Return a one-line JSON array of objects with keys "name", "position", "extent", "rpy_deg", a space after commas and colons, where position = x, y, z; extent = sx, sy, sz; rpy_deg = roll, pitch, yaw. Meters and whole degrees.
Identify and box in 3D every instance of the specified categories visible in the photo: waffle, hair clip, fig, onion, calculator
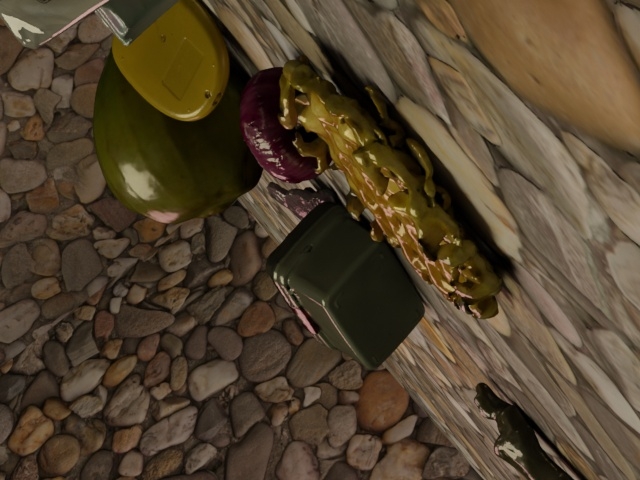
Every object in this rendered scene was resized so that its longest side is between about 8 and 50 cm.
[{"name": "waffle", "position": [0.059, -0.038, 1.085], "extent": [0.280, 0.060, 0.262], "rpy_deg": [48, 174, 4]}, {"name": "hair clip", "position": [0.003, -0.033, 1.781], "extent": [0.146, 0.056, 0.187], "rpy_deg": [46, 176, -26]}, {"name": "fig", "position": [-0.197, -0.157, 1.676], "extent": [0.271, 0.239, 0.239], "rpy_deg": [59, 175, -2]}, {"name": "onion", "position": [-0.026, -0.113, 1.194], "extent": [0.104, 0.115, 0.115], "rpy_deg": [-15, 124, 36]}, {"name": "calculator", "position": [-0.194, -0.244, 1.543], "extent": [0.235, 0.146, 0.032], "rpy_deg": [45, -152, 27]}]

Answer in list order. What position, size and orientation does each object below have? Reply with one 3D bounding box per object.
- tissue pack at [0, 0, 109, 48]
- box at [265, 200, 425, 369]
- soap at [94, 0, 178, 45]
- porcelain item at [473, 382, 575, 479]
[{"name": "tissue pack", "position": [-0.257, -0.280, 1.165], "extent": [0.229, 0.145, 0.159], "rpy_deg": [-18, 115, 48]}, {"name": "box", "position": [0.037, 0.062, 1.649], "extent": [0.129, 0.148, 0.210], "rpy_deg": [33, 165, 40]}, {"name": "soap", "position": [-0.280, -0.382, 1.371], "extent": [0.347, 0.115, 0.208], "rpy_deg": [51, 177, 0]}, {"name": "porcelain item", "position": [0.259, 0.263, 1.577], "extent": [0.215, 0.069, 0.081], "rpy_deg": [54, -177, 30]}]
